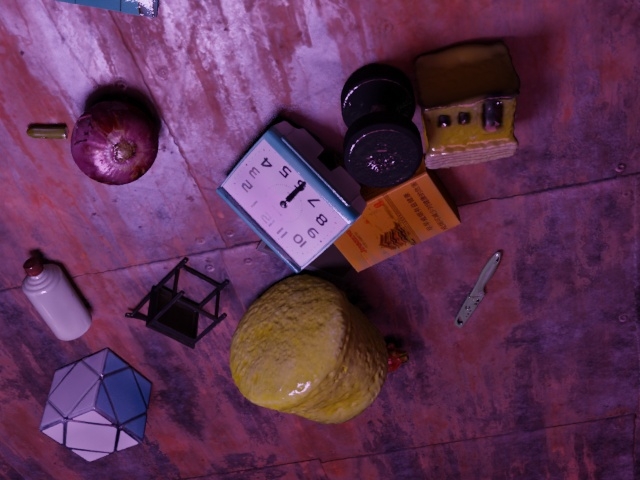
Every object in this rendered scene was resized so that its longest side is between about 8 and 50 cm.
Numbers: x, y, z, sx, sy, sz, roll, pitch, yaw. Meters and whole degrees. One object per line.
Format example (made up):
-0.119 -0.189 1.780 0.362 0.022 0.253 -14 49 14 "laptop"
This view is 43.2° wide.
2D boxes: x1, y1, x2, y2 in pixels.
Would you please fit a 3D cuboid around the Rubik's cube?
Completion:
-0.617 0.458 2.241 0.207 0.205 0.205 -24 130 22 "Rubik's cube"

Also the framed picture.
0.000 0.000 1.937 0.252 0.014 0.197 22 130 -20 "framed picture"

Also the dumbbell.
0.117 -0.223 1.581 0.153 0.218 0.152 -1 133 -1 "dumbbell"

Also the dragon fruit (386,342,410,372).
0.190 0.317 2.198 0.116 0.081 0.086 -5 156 21 "dragon fruit"

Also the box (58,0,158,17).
-0.399 -0.493 1.436 0.229 0.041 0.162 8 134 -9 "box"

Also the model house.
0.292 -0.250 1.613 0.194 0.174 0.234 -9 144 7 "model house"

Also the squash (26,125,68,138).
-0.576 -0.227 1.701 0.083 0.027 0.027 1 134 0 "squash"

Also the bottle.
-0.661 0.137 1.999 0.104 0.104 0.245 -10 133 9 "bottle"

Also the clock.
-0.057 -0.097 1.736 0.262 0.116 0.231 46 128 -1 "clock"

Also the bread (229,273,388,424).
-0.015 0.281 1.992 0.348 0.348 0.308 -31 134 26 "bread"

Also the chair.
-0.365 0.184 2.030 0.155 0.141 0.260 32 123 -27 "chair"

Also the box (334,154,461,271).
0.155 -0.057 1.830 0.274 0.076 0.174 -26 126 19 "box"

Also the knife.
0.404 0.130 2.065 0.043 0.019 0.293 10 134 -12 "knife"

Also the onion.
-0.418 -0.198 1.652 0.177 0.153 0.177 -2 117 -3 "onion"
